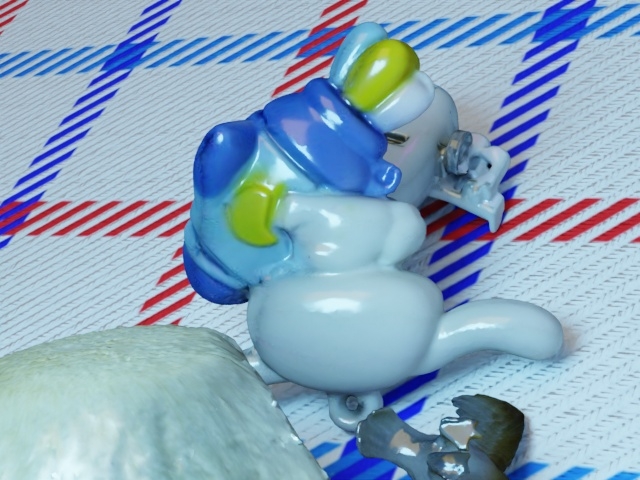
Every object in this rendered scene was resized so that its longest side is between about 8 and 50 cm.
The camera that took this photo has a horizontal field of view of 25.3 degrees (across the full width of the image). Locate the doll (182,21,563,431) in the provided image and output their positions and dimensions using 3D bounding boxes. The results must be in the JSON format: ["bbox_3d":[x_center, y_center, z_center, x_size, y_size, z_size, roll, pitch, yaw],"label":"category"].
[{"bbox_3d":[0.000,0.000,1.349,0.376,0.366,0.187,-15,-2,-3],"label":"doll"}]

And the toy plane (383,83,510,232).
[{"bbox_3d":[0.069,-0.069,1.514,0.266,0.123,0.267,-3,49,3],"label":"toy plane"}]

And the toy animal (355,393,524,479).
[{"bbox_3d":[0.123,0.211,1.154,0.197,0.160,0.273,9,57,35],"label":"toy animal"}]

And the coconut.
[{"bbox_3d":[-0.133,0.274,1.060,0.344,0.415,0.415,-6,39,0],"label":"coconut"}]
